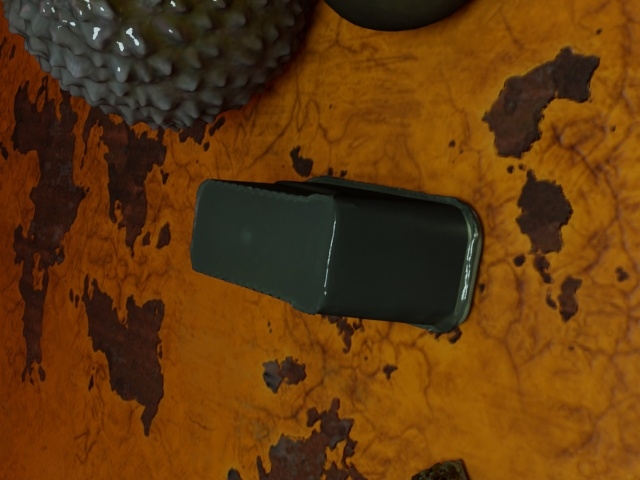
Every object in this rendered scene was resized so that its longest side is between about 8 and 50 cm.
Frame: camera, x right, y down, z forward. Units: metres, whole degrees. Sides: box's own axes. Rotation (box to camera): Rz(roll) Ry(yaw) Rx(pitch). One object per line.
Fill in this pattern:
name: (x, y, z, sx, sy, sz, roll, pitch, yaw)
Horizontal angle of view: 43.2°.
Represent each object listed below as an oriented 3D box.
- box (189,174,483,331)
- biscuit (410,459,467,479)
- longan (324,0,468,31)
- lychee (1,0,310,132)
box: (0.000, 0.000, 0.794, 0.274, 0.178, 0.138, 11, 94, 50)
biscuit: (0.080, 0.301, 0.675, 0.131, 0.026, 0.237, -33, 32, 22)
longan: (0.073, -0.278, 0.752, 0.189, 0.189, 0.189, -9, 79, 50)
lychee: (-0.183, -0.316, 0.910, 0.380, 0.432, 0.381, 2, 96, 15)
